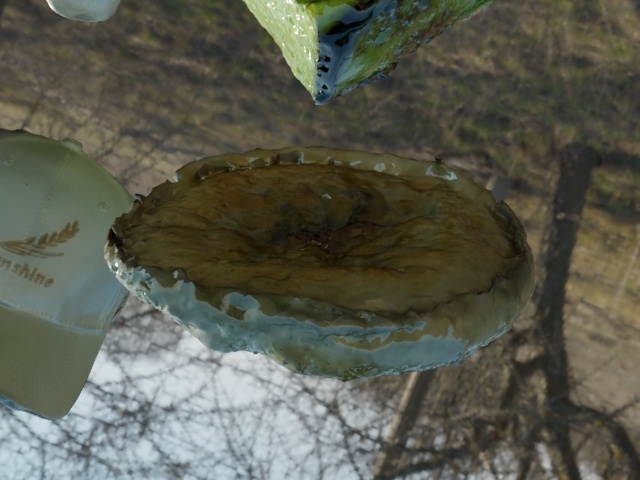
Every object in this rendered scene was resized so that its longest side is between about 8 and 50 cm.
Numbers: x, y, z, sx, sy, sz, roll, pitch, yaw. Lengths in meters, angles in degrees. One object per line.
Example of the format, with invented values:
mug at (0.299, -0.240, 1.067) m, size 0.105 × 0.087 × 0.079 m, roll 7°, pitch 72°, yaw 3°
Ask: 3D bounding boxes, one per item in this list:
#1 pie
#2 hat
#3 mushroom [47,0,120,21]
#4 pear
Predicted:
pie at (0.000, 0.000, 0.615) m, size 0.274 × 0.055 × 0.274 m, roll 2°, pitch -153°, yaw -1°
hat at (-0.303, 0.024, 0.957) m, size 0.258 × 0.168 × 0.301 m, roll 22°, pitch -147°, yaw -15°
mushroom at (-0.300, -0.476, 1.292) m, size 0.315 × 0.356 × 0.315 m, roll 52°, pitch -161°, yaw -26°
pear at (0.031, -0.294, 0.895) m, size 0.255 × 0.238 × 0.164 m, roll 56°, pitch 171°, yaw 15°
